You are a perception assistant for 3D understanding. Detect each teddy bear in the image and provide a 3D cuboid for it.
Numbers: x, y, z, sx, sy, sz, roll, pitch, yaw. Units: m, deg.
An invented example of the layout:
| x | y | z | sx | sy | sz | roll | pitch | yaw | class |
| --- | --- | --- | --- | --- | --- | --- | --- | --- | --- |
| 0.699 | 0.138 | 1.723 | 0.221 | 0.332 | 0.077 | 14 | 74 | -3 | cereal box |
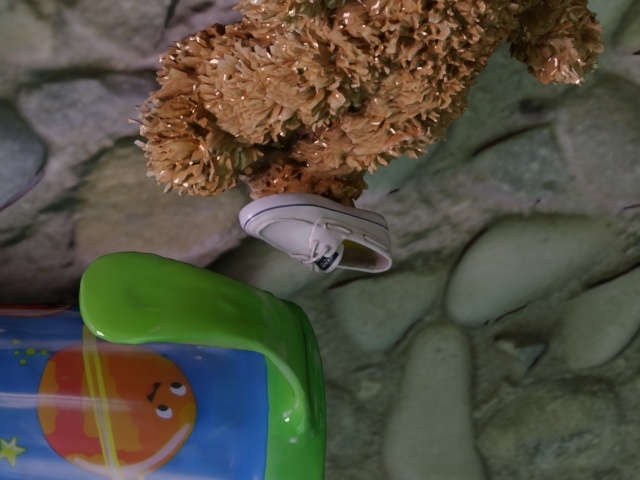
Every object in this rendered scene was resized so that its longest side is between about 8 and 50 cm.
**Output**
| x | y | z | sx | sy | sz | roll | pitch | yaw | class |
| --- | --- | --- | --- | --- | --- | --- | --- | --- | --- |
| 0.051 | -0.121 | 1.052 | 0.338 | 0.113 | 0.245 | -33 | 137 | 9 | teddy bear |

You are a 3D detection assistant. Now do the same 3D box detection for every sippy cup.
| x | y | z | sx | sy | sz | roll | pitch | yaw | class |
| --- | --- | --- | --- | --- | --- | --- | --- | --- | --- |
| -0.138 | 0.133 | 1.145 | 0.224 | 0.240 | 0.305 | 9 | 103 | -16 | sippy cup |

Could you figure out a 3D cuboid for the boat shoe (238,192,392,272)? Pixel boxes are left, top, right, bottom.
| x | y | z | sx | sy | sz | roll | pitch | yaw | class |
| --- | --- | --- | --- | --- | --- | --- | --- | --- | --- |
| 0.000 | 0.000 | 1.100 | 0.100 | 0.035 | 0.035 | 13 | 139 | -40 | boat shoe |
